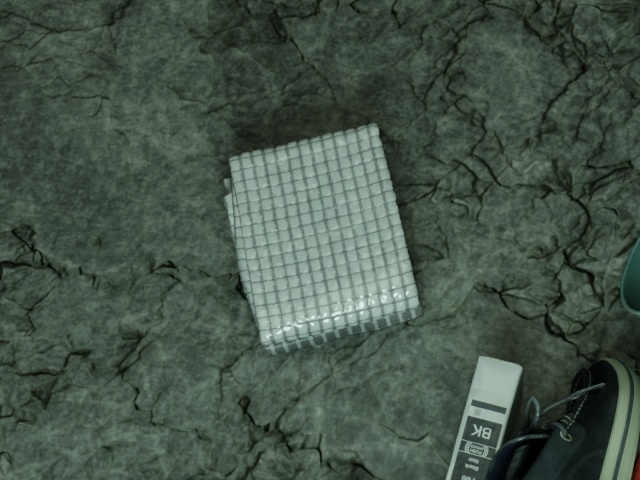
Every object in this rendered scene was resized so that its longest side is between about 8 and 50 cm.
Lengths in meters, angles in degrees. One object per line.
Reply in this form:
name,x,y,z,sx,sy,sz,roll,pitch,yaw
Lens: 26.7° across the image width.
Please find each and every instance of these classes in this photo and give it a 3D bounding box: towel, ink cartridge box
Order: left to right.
towel,0.000,0.000,1.871,0.235,0.121,0.283,-14,69,3
ink cartridge box,0.186,0.325,1.691,0.065,0.165,0.332,13,69,12

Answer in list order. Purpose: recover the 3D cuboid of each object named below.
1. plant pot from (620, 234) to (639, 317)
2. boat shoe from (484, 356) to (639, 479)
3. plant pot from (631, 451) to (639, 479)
plant pot,0.557,0.029,1.727,0.196,0.293,0.293,36,75,-9
boat shoe,0.275,0.277,1.575,0.156,0.186,0.500,16,30,12
plant pot,0.447,0.413,1.589,0.267,0.267,0.235,27,85,16
